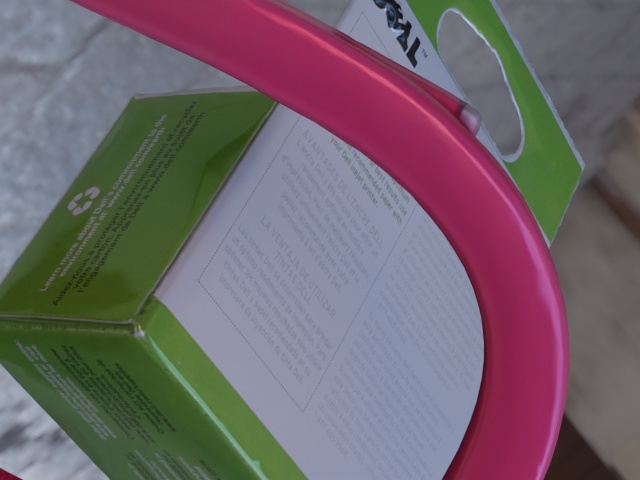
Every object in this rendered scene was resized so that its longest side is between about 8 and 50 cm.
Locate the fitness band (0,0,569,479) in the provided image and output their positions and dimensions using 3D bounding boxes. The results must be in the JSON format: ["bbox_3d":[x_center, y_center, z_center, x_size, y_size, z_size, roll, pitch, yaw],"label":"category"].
[{"bbox_3d":[-0.064,0.015,0.556,0.209,0.291,0.054,-63,177,11],"label":"fitness band"}]

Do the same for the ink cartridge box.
[{"bbox_3d":[0.000,0.000,0.756,0.097,0.189,0.255,-1,-133,40],"label":"ink cartridge box"}]
